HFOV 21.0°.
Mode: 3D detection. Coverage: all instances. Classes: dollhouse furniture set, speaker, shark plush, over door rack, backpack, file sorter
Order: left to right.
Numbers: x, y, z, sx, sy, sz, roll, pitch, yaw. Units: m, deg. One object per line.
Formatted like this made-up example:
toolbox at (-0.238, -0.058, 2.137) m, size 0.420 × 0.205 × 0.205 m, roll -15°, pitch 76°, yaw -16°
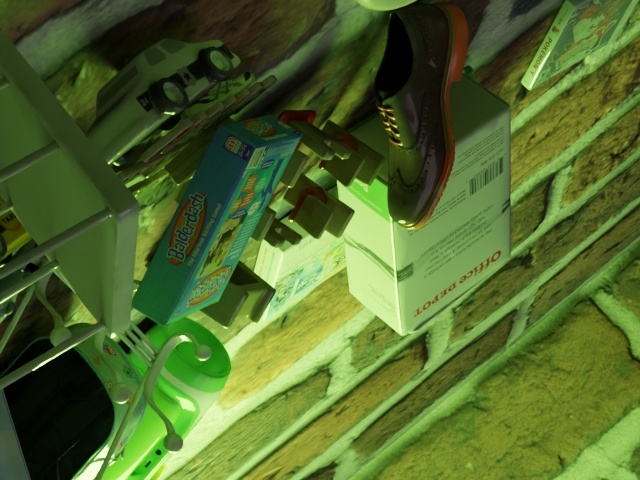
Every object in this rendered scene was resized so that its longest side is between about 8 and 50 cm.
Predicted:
file sorter at (-0.283, -0.038, 1.262) m, size 0.173 × 0.278 × 0.193 m, roll -32°, pitch 160°, yaw -23°
shark plush at (-0.337, 0.055, 1.742) m, size 0.161 × 0.073 × 0.067 m, roll -38°, pitch 133°, yaw 3°
over door rack at (-0.257, 0.180, 1.765) m, size 0.324 × 0.108 × 0.239 m, roll -56°, pitch 137°, yaw -18°
backpack at (-0.286, 0.189, 1.973) m, size 0.188 × 0.166 × 0.144 m, roll -49°, pitch 163°, yaw 31°
speaker at (-0.243, 0.236, 2.243) m, size 0.296 × 0.131 × 0.131 m, roll -49°, pitch 161°, yaw 23°
dollhouse furniture set at (-0.083, -0.040, 1.997) m, size 0.259 × 0.135 × 0.262 m, roll -60°, pitch 158°, yaw 17°

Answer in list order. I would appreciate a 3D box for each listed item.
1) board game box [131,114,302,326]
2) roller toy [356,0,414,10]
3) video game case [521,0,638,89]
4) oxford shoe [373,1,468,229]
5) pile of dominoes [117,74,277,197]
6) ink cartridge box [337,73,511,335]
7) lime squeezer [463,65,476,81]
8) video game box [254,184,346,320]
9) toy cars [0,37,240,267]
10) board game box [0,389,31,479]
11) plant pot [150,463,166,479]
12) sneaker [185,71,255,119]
board game box at (-0.105, -0.023, 1.771) m, size 0.210 × 0.047 × 0.160 m, roll -63°, pitch 169°, yaw 14°
roller toy at (0.073, -0.312, 1.585) m, size 0.209 × 0.146 × 0.191 m, roll -50°, pitch 160°, yaw 26°
video game case at (0.388, -0.314, 2.458) m, size 0.201 × 0.023 × 0.183 m, roll -30°, pitch 159°, yaw -32°
oxford shoe at (0.098, -0.145, 2.016) m, size 0.098 × 0.097 × 0.271 m, roll -4°, pitch 105°, yaw -36°
pile of dominoes at (-0.143, -0.074, 1.731) m, size 0.196 × 0.040 × 0.251 m, roll -38°, pitch 180°, yaw 28°
ink cartridge box at (0.137, -0.048, 2.257) m, size 0.211 × 0.121 × 0.289 m, roll -34°, pitch 142°, yaw -24°
lime squeezer at (0.180, -0.145, 2.394) m, size 0.110 × 0.059 × 0.310 m, roll 3°, pitch 143°, yaw -24°
video game box at (0.000, 0.000, 2.334) m, size 0.205 × 0.048 × 0.187 m, roll -33°, pitch 157°, yaw -27°
toy cars at (-0.237, -0.079, 1.580) m, size 0.393 × 0.087 × 0.176 m, roll -41°, pitch -177°, yaw -14°
board game box at (-0.416, 0.251, 1.553) m, size 0.318 × 0.318 × 0.066 m, roll -23°, pitch -162°, yaw -30°
plant pot at (-0.275, 0.315, 2.440) m, size 0.083 × 0.079 × 0.083 m, roll -38°, pitch 162°, yaw -15°
sneaker at (-0.105, -0.153, 1.763) m, size 0.083 × 0.037 × 0.032 m, roll -37°, pitch 179°, yaw -21°
